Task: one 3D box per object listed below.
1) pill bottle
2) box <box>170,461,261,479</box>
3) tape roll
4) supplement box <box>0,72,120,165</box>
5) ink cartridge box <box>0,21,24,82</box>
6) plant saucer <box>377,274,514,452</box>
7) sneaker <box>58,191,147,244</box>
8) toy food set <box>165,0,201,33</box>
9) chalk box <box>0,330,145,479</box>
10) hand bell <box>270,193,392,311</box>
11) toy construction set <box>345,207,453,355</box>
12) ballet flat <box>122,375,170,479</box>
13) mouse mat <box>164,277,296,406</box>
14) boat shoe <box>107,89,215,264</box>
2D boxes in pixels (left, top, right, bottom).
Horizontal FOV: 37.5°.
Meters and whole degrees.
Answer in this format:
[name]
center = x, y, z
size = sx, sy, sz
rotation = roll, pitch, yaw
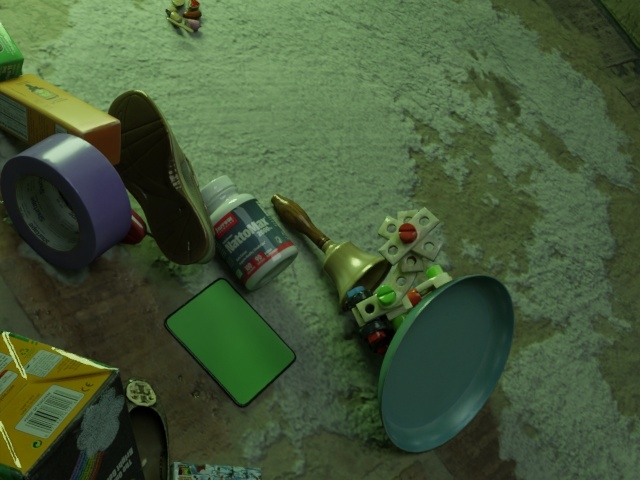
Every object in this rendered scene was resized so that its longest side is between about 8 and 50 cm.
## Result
[pill bottle]
center = -0.132, -0.015, 1.575
size = 0.180, 0.108, 0.108
rotation = 50, 47, 9
[box]
center = -0.148, 0.369, 1.342
size = 0.137, 0.027, 0.094
rotation = 12, 52, -25
[tape roll]
center = -0.377, -0.057, 1.393
size = 0.189, 0.189, 0.080
rotation = 45, 45, 3
[supplement box]
center = -0.415, -0.185, 1.470
size = 0.233, 0.080, 0.078
rotation = 30, 38, 29
[ink cartridge box]
center = -0.605, -0.297, 1.492
size = 0.208, 0.087, 0.153
rotation = -24, 73, -40
[plant saucer]
center = 0.201, 0.196, 1.544
size = 0.317, 0.318, 0.043
rotation = -16, 30, -39
[sneaker]
center = -0.345, -0.099, 1.517
size = 0.221, 0.087, 0.128
rotation = 40, 47, -3
[toy food set]
center = -0.268, -0.448, 1.866
size = 0.078, 0.019, 0.122
rotation = 26, 40, -14
[chalk box]
center = -0.340, 0.288, 1.143
size = 0.179, 0.289, 0.180
rotation = 15, 40, 20
[hand bell]
center = 0.000, 0.000, 1.673
size = 0.242, 0.126, 0.126
rotation = 43, 45, 20
[toy construction set]
center = 0.156, 0.092, 1.575
size = 0.215, 0.328, 0.151
rotation = -27, 54, 3
[ballet flat]
center = -0.242, 0.301, 1.310
size = 0.084, 0.058, 0.250
rotation = 9, 54, -28
[mouse mat]
center = -0.142, 0.160, 1.512
size = 0.190, 0.007, 0.152
rotation = 46, 46, 6
[boat shoe]
center = -0.252, -0.097, 1.517
size = 0.302, 0.109, 0.098
rotation = 64, 7, 9
